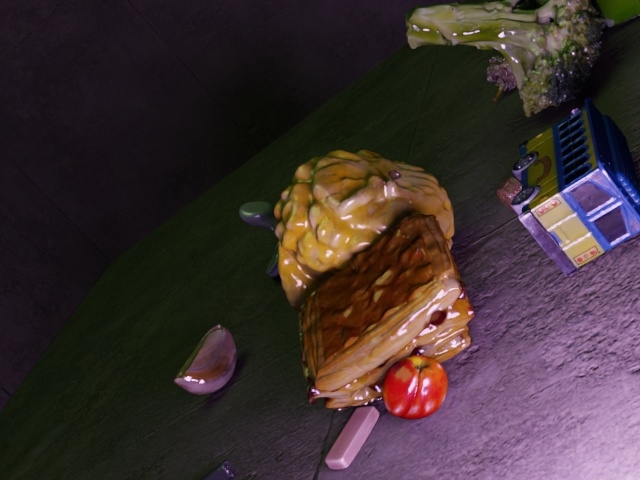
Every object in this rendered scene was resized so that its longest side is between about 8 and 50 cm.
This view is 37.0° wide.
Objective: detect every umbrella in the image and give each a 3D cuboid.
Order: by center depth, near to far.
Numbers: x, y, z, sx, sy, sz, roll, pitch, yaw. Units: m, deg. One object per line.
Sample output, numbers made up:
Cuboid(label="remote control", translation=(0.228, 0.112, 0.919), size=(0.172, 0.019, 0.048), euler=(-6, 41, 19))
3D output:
Cuboid(label="umbrella", translation=(-0.213, 0.453, 1.758), size=(0.133, 0.031, 0.036), euler=(-39, 15, 14))

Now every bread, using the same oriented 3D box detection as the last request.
Cuboid(label="bread", translation=(0.117, 0.133, 1.578), size=(0.324, 0.167, 0.277), euler=(-41, 25, 19))

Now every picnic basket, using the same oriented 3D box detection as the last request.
Cuboid(label="picnic basket", translation=(0.373, -0.101, 1.773), size=(0.083, 0.072, 0.072), euler=(-43, 16, -2))

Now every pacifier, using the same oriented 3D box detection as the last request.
Cuboid(label="pacifier", translation=(-0.124, -0.030, 2.508), size=(0.227, 0.207, 0.279), euler=(-53, 9, 27))

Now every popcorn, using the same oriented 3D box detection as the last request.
Cuboid(label="popcorn", translation=(0.075, 0.003, 1.836), size=(0.349, 0.349, 0.382), euler=(-72, -4, -61))

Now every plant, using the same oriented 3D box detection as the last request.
Cuboid(label="plant", translation=(0.458, -0.395, 2.374), size=(0.116, 0.104, 0.122), euler=(11, -83, -66))

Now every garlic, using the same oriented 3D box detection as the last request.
Cuboid(label="garlic", translation=(-0.242, 0.278, 2.152), size=(0.087, 0.101, 0.195), euler=(-30, 18, 48))

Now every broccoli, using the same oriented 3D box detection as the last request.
Cuboid(label="broccoli", translation=(0.407, -0.417, 2.035), size=(0.397, 0.275, 0.353), euler=(-17, 40, -25))

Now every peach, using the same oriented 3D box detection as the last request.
Cuboid(label="peach", translation=(0.141, 0.224, 1.433), size=(0.100, 0.101, 0.101), euler=(-38, 16, 13))

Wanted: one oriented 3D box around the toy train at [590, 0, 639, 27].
Cuboid(label="toy train", translation=(0.667, -0.602, 2.238), size=(0.249, 0.173, 0.307), euler=(-20, 25, 32))

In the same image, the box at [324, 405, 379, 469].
Cuboid(label="box", translation=(0.052, 0.313, 1.518), size=(0.048, 0.025, 0.115), euler=(-15, 30, 47))

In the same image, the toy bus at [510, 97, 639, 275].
Cuboid(label="toy bus", translation=(0.413, -0.092, 1.532), size=(0.175, 0.138, 0.288), euler=(-35, 18, 26))
